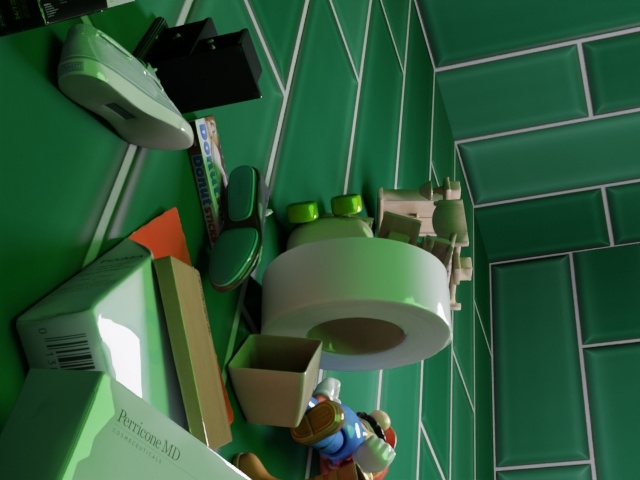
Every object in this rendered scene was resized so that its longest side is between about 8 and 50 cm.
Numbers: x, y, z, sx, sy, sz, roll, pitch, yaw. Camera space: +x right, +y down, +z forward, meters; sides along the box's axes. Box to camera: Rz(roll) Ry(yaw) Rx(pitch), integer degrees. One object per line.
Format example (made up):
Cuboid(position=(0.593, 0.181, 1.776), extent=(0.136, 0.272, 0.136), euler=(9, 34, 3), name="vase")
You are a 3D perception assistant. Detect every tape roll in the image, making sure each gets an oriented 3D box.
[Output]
Cuboid(position=(0.053, 0.102, 1.467), extent=(0.286, 0.286, 0.100), euler=(55, 30, -56), name="tape roll")

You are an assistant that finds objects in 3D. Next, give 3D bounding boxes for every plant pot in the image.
Cuboid(position=(-0.060, 0.200, 1.373), extent=(0.109, 0.109, 0.096), euler=(-56, 147, -66), name="plant pot")

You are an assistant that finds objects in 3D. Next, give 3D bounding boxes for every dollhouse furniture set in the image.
Cuboid(position=(0.139, 0.047, 1.928), extent=(0.161, 0.212, 0.242), euler=(-65, 169, -59), name="dollhouse furniture set")
Cuboid(position=(0.212, 0.050, 2.121), extent=(0.355, 0.174, 0.303), euler=(-88, 178, -49), name="dollhouse furniture set")

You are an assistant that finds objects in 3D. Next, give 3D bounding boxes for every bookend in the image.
Cuboid(position=(-0.142, -0.229, 1.220), extent=(0.156, 0.157, 0.072), euler=(-75, 152, -52), name="bookend")

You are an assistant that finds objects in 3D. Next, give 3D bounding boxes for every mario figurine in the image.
Cuboid(position=(0.045, 0.286, 1.555), extent=(0.320, 0.170, 0.198), euler=(52, 31, -55), name="mario figurine")

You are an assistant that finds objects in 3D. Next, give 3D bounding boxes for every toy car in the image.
Cuboid(position=(0.000, 0.000, 1.692), extent=(0.188, 0.149, 0.155), euler=(-153, -125, -75), name="toy car")

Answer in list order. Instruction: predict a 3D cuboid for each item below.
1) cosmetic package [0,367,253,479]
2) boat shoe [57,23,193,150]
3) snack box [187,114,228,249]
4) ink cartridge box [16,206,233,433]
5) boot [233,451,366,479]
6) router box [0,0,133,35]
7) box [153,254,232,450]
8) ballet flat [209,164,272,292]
Cuboid(position=(-0.148, 0.318, 0.826), extent=(0.377, 0.097, 0.284), euler=(50, 50, -44), name="cosmetic package")
Cuboid(position=(-0.209, -0.170, 1.101), extent=(0.227, 0.079, 0.081), euler=(38, 50, -62), name="boat shoe")
Cuboid(position=(-0.149, -0.080, 1.350), extent=(0.064, 0.022, 0.178), euler=(-39, 119, -68), name="snack box")
Cuboid(position=(-0.161, 0.152, 1.078), extent=(0.385, 0.091, 0.308), euler=(-51, 130, -67), name="ink cartridge box")
Cuboid(position=(-0.017, 0.327, 1.272), extent=(0.197, 0.152, 0.073), euler=(57, 12, 25), name="boot")
Cuboid(position=(-0.260, -0.207, 0.858), extent=(0.179, 0.133, 0.046), euler=(-56, 135, -67), name="router box")
Cuboid(position=(-0.133, 0.122, 1.047), extent=(0.164, 0.021, 0.201), euler=(67, 11, -82), name="box")
Cuboid(position=(-0.101, -0.007, 1.322), extent=(0.074, 0.074, 0.203), euler=(60, 29, -51), name="ballet flat")
